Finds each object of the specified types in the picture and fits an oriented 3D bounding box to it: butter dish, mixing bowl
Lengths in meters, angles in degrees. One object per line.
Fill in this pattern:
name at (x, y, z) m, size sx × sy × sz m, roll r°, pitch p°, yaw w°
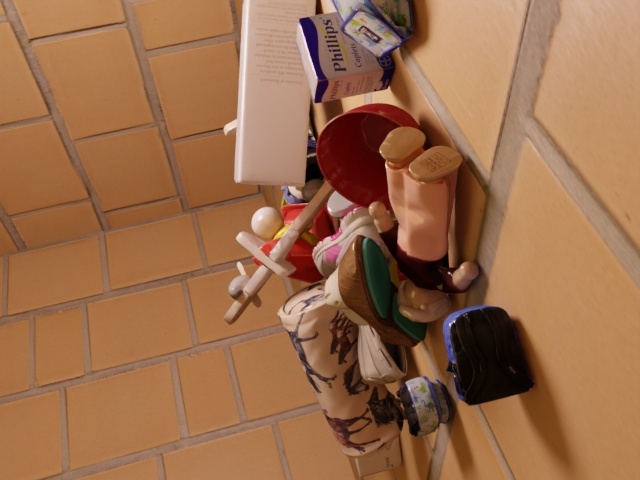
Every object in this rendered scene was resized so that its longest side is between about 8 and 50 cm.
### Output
butter dish at (-0.046, -0.016, 1.927) m, size 0.118 × 0.159 × 0.160 m, roll -52°, pitch -47°, yaw -55°
mixing bowl at (0.095, -0.147, 1.067) m, size 0.098 × 0.181 × 0.182 m, roll -57°, pitch -29°, yaw -43°

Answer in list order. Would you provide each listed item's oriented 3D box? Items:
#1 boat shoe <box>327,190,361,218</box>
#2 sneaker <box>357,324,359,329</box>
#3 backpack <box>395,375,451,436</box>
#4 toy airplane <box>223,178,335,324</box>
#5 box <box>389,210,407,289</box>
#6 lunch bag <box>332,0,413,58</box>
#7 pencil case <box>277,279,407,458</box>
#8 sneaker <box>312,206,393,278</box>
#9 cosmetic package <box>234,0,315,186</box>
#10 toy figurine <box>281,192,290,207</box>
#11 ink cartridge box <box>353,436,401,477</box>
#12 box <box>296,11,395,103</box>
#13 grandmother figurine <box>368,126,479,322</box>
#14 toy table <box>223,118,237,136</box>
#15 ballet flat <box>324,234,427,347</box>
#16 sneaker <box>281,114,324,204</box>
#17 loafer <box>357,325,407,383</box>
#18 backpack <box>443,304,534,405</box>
boat shoe at (0.081, -0.074, 1.275) m, size 0.065 × 0.183 × 0.083 m, roll 9°, pitch 129°, yaw 34°
sneaker at (0.108, 0.163, 1.662) m, size 0.104 × 0.095 × 0.237 m, roll -107°, pitch 11°, yaw -70°
backpack at (0.199, 0.310, 1.285) m, size 0.114 × 0.084 × 0.105 m, roll 83°, pitch 170°, yaw -66°
toy airplane at (-0.096, 0.015, 1.709) m, size 0.272 × 0.386 × 0.384 m, roll 46°, pitch 152°, yaw 28°
box at (0.144, 0.060, 1.339) m, size 0.087 × 0.058 × 0.232 m, roll -131°, pitch 30°, yaw -70°
lunch bag at (0.079, -0.355, 1.011) m, size 0.151 × 0.096 × 0.129 m, roll 63°, pitch 171°, yaw -8°
pencil case at (0.054, 0.289, 1.576) m, size 0.160 × 0.183 × 0.411 m, roll -5°, pitch 112°, yaw 62°
sneaker at (0.067, 0.028, 1.258) m, size 0.111 × 0.102 × 0.252 m, roll 63°, pitch 152°, yaw 14°
cosmetic package at (-0.114, -0.360, 1.621) m, size 0.230 × 0.161 × 0.454 m, roll -147°, pitch 61°, yaw -79°
toy figurine at (0.000, 0.000, 2.103) m, size 0.217 × 0.191 × 0.363 m, roll 35°, pitch 141°, yaw 28°
ink cartridge box at (0.117, 0.486, 1.954) m, size 0.307 × 0.128 × 0.223 m, roll -121°, pitch 20°, yaw -63°
box at (0.040, -0.316, 1.146) m, size 0.072 × 0.137 × 0.126 m, roll 106°, pitch 149°, yaw -72°
grandmother figurine at (0.161, 0.006, 1.029) m, size 0.208 × 0.104 × 0.343 m, roll 49°, pitch 157°, yaw 41°
toy table at (-0.178, -0.406, 2.189) m, size 0.161 × 0.252 × 0.274 m, roll 126°, pitch 141°, yaw -57°
ballet flat at (0.083, 0.101, 1.189) m, size 0.342 × 0.124 × 0.116 m, roll 46°, pitch -136°, yaw -53°
sneaker at (-0.043, -0.260, 1.909) m, size 0.182 × 0.127 × 0.316 m, roll 166°, pitch 96°, yaw -68°
loafer at (0.130, 0.154, 1.494) m, size 0.111 × 0.112 × 0.320 m, roll -21°, pitch 76°, yaw 44°
backpack at (0.212, 0.148, 0.907) m, size 0.101 × 0.097 × 0.120 m, roll 143°, pitch 112°, yaw -85°
